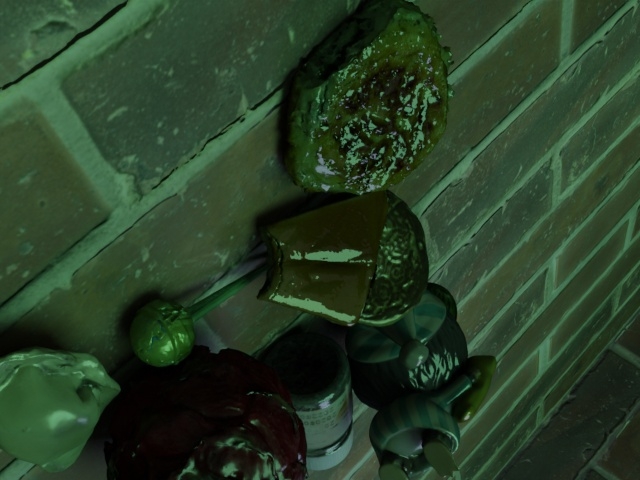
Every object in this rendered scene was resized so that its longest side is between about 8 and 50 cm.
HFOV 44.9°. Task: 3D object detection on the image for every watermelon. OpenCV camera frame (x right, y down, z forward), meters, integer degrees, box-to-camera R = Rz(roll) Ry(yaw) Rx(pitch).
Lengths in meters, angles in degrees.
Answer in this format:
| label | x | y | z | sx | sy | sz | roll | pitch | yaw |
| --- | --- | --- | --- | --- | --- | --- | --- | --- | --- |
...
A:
| label | x | y | z | sx | sy | sz | roll | pitch | yaw |
| --- | --- | --- | --- | --- | --- | --- | --- | --- | --- |
| watermelon | 0.221 | 0.180 | 1.705 | 0.140 | 0.140 | 0.187 | -8 | 132 | -49 |

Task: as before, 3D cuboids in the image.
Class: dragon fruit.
| label | x | y | z | sx | sy | sz | roll | pitch | yaw |
| --- | --- | --- | --- | --- | --- | --- | --- | --- | --- |
| dragon fruit | -0.170 | 0.321 | 1.167 | 0.329 | 0.329 | 0.329 | -33 | 142 | -30 |

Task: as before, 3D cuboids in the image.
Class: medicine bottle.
| label | x | y | z | sx | sy | sz | roll | pitch | yaw |
| --- | --- | --- | --- | --- | --- | --- | --- | --- | --- |
| medicine bottle | -0.017 | 0.316 | 1.496 | 0.165 | 0.165 | 0.273 | -38 | 144 | -24 |

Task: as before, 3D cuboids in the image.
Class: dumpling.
| label | x | y | z | sx | sy | sz | roll | pitch | yaw |
| --- | --- | --- | --- | --- | --- | --- | --- | --- | --- |
| dumpling | -0.349 | 0.208 | 1.001 | 0.162 | 0.132 | 0.250 | -36 | 144 | -20 |

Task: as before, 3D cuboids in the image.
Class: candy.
| label | x | y | z | sx | sy | sz | roll | pitch | yaw |
| --- | --- | --- | --- | --- | --- | --- | --- | --- | --- |
| candy | -0.155 | 0.087 | 1.200 | 0.335 | 0.093 | 0.092 | -31 | 141 | -43 |

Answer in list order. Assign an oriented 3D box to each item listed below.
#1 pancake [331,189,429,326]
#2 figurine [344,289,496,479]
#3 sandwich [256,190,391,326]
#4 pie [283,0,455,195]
| label | x | y | z | sx | sy | sz | roll | pitch | yaw |
| --- | --- | --- | --- | --- | --- | --- | --- | --- | --- |
| pancake | 0.088 | 0.031 | 1.360 | 0.250 | 0.031 | 0.250 | 3 | 82 | -24 |
| figurine | 0.117 | 0.219 | 1.468 | 0.266 | 0.378 | 0.361 | -38 | -172 | 25 |
| sandwich | 0.000 | 0.000 | 1.258 | 0.212 | 0.063 | 0.245 | 20 | 78 | -28 |
| pie | 0.088 | -0.212 | 1.207 | 0.354 | 0.103 | 0.288 | -43 | 140 | -14 |
